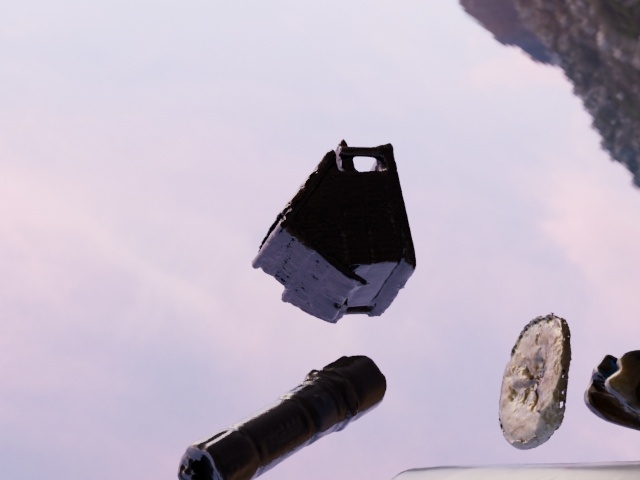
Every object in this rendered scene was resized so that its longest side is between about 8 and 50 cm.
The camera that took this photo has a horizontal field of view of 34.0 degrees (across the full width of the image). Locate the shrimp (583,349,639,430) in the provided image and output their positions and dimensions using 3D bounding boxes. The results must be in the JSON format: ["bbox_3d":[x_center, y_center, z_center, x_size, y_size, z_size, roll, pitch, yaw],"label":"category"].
[{"bbox_3d":[0.502,0.228,1.339,0.445,0.221,0.110,25,-104,-33],"label":"shrimp"}]

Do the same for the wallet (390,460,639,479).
[{"bbox_3d":[0.132,0.252,0.732,0.083,0.360,0.252,54,-126,-14],"label":"wallet"}]

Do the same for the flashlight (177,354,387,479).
[{"bbox_3d":[-0.045,0.270,1.524,0.103,0.103,0.424,46,-147,16],"label":"flashlight"}]

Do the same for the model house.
[{"bbox_3d":[0.000,0.000,2.012,0.282,0.317,0.297,-10,-112,-23],"label":"model house"}]

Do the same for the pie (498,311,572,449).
[{"bbox_3d":[0.412,0.267,1.997,0.055,0.274,0.274,16,-139,-9],"label":"pie"}]
